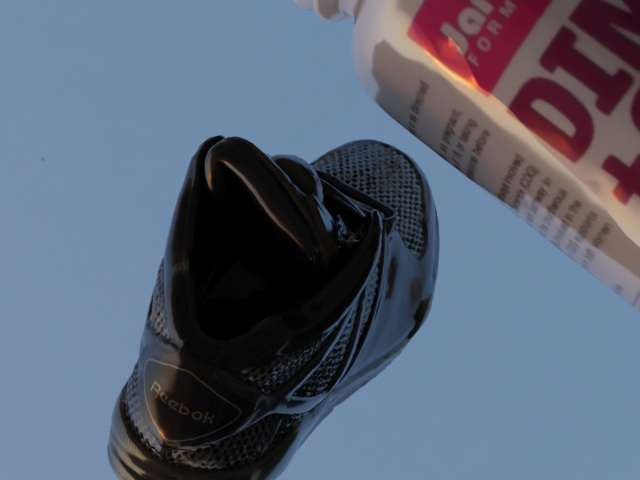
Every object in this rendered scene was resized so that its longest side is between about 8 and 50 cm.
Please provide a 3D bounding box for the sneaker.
[{"bbox_3d":[0.000,0.000,0.777,0.087,0.227,0.130,30,-51,12],"label":"sneaker"}]

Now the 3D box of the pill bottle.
[{"bbox_3d":[0.114,-0.078,0.719,0.283,0.160,0.160,38,-93,11],"label":"pill bottle"}]
